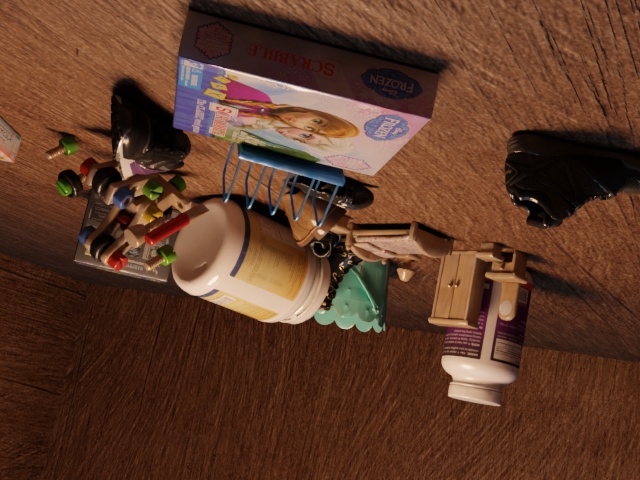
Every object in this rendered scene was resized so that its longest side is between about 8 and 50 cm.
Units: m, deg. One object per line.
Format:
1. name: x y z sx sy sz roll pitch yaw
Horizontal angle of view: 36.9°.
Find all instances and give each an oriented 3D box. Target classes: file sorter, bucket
1. file sorter: -0.064 -0.103 1.521 0.170 0.104 0.118 15 -150 -16
2. bucket: 0.049 0.122 2.489 0.281 0.183 0.281 10 169 2

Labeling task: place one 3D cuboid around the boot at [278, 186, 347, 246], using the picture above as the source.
1. boot: -0.027 -0.062 1.938 0.115 0.112 0.305 42 171 -2

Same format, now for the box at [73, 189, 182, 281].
1. box: -0.472 -0.008 2.358 0.233 0.183 0.059 13 169 -13

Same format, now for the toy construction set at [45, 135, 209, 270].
1. toy construction set: -0.327 -0.080 1.865 0.309 0.257 0.237 23 -137 39

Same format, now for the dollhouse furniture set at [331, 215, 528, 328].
1. dollhouse furniture set: 0.219 0.069 2.068 0.356 0.173 0.303 21 165 -41

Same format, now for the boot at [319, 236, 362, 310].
1. boot: 0.048 0.083 2.295 0.237 0.178 0.085 5 167 33

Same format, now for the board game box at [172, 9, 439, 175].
1. board game box: -0.037 -0.186 1.302 0.318 0.065 0.319 13 169 -7

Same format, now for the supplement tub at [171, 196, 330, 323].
1. supplement tub: -0.154 0.056 2.188 0.316 0.228 0.228 26 162 -39

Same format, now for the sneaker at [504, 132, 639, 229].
1. sneaker: 0.367 -0.066 1.344 0.228 0.130 0.087 10 171 -4

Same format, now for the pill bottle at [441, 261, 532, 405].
1. pill bottle: 0.387 0.217 2.249 0.182 0.322 0.181 11 169 2

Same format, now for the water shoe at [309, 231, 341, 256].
1. water shoe: 0.000 0.000 2.180 0.073 0.080 0.203 10 169 10

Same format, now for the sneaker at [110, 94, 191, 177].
1. sneaker: -0.279 -0.176 1.592 0.124 0.107 0.283 -2 174 -7

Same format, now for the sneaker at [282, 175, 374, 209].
1. sneaker: 0.017 -0.097 1.745 0.170 0.051 0.089 15 174 0

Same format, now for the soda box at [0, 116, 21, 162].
1. soda box: -0.638 -0.206 1.846 0.063 0.058 0.183 11 168 2
